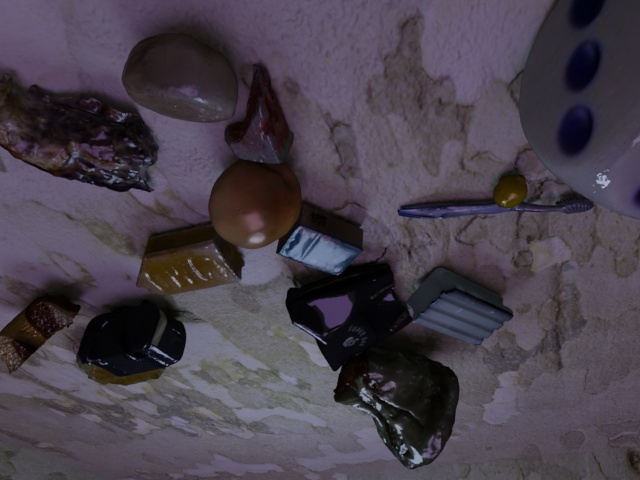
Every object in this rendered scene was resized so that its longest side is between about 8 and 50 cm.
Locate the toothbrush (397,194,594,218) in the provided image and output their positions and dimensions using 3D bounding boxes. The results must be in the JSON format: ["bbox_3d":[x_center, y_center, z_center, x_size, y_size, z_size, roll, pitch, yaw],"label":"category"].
[{"bbox_3d":[0.377,-0.071,0.919,0.412,0.042,0.035,-2,128,5],"label":"toothbrush"}]

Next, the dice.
[{"bbox_3d":[0.488,-0.214,0.567,0.303,0.305,0.277,8,136,-9],"label":"dice"}]

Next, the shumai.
[{"bbox_3d":[0.212,0.476,1.313,0.323,0.324,0.397,30,172,-6],"label":"shumai"}]

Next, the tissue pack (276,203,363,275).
[{"bbox_3d":[0.000,0.000,0.961,0.169,0.082,0.120,21,134,-21],"label":"tissue pack"}]

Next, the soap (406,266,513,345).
[{"bbox_3d":[0.378,0.182,1.137,0.261,0.094,0.150,24,121,-26],"label":"soap"}]

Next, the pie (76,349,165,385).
[{"bbox_3d":[-0.662,0.404,1.408,0.305,0.071,0.307,-2,139,-2],"label":"pie"}]

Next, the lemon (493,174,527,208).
[{"bbox_3d":[0.392,-0.101,0.867,0.062,0.062,0.083,14,129,-15],"label":"lemon"}]

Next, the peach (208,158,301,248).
[{"bbox_3d":[-0.122,-0.075,0.815,0.183,0.184,0.184,0,137,0],"label":"peach"}]

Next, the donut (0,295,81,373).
[{"bbox_3d":[-0.779,0.222,1.172,0.294,0.151,0.112,-35,115,16],"label":"donut"}]

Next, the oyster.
[{"bbox_3d":[-0.442,-0.171,0.770,0.270,0.100,0.276,-13,133,-8],"label":"oyster"}]

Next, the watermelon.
[{"bbox_3d":[-0.092,-0.204,0.738,0.121,0.098,0.158,20,130,-21],"label":"watermelon"}]

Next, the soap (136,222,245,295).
[{"bbox_3d":[-0.334,0.054,1.023,0.257,0.080,0.160,-12,135,13],"label":"soap"}]

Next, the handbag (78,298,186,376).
[{"bbox_3d":[-0.529,0.274,1.192,0.254,0.182,0.181,-13,143,12],"label":"handbag"}]

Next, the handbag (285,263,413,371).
[{"bbox_3d":[0.097,0.207,1.151,0.287,0.152,0.342,-28,133,5],"label":"handbag"}]

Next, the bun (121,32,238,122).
[{"bbox_3d":[-0.213,-0.258,0.659,0.172,0.114,0.166,9,178,-25],"label":"bun"}]
